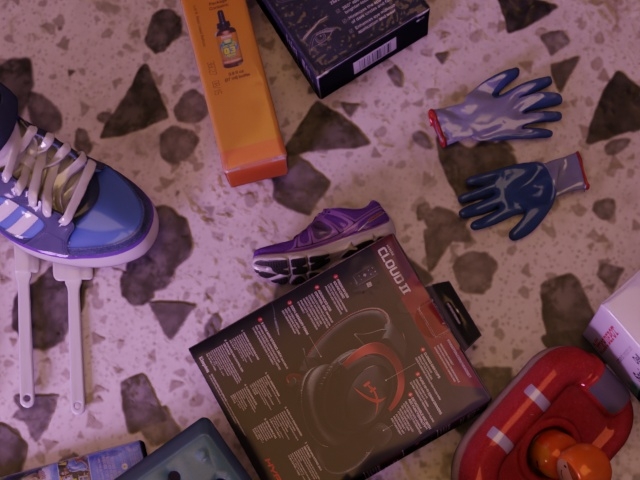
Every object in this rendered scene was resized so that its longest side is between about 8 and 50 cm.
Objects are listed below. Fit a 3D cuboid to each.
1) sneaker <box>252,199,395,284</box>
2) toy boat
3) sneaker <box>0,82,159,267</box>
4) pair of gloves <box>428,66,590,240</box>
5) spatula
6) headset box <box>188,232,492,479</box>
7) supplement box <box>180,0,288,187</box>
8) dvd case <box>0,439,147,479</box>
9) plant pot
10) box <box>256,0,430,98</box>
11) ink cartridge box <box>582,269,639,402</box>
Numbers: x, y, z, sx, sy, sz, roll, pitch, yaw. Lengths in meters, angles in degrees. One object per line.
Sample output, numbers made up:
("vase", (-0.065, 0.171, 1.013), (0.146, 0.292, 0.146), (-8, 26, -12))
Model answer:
("sneaker", (0.000, 0.000, 1.884), (0.170, 0.068, 0.071), (-17, 62, -9))
("toy boat", (0.254, 0.233, 1.748), (0.231, 0.151, 0.151), (-48, 116, -7))
("sneaker", (-0.342, -0.092, 1.815), (0.322, 0.236, 0.130), (22, 69, 9))
("pair of gloves", (0.221, -0.100, 1.905), (0.159, 0.023, 0.198), (-18, 77, 1))
("spatula", (-0.346, 0.085, 1.898), (0.168, 0.019, 0.242), (-2, 78, -3))
("headset box", (0.036, 0.147, 1.816), (0.293, 0.110, 0.218), (-30, 78, -4))
("supplement box", (-0.101, -0.186, 1.913), (0.078, 0.080, 0.233), (-14, 79, -1))
("dvd case", (-0.300, 0.343, 1.836), (0.253, 0.022, 0.180), (-15, 78, -1))
("plant pot", (-0.137, 0.289, 1.715), (0.165, 0.234, 0.166), (-35, 83, -13))
("box", (0.023, -0.278, 1.917), (0.156, 0.093, 0.158), (-31, 79, -4))
("ink cartridge box", (0.417, 0.154, 1.747), (0.117, 0.201, 0.278), (-38, 78, -5))
